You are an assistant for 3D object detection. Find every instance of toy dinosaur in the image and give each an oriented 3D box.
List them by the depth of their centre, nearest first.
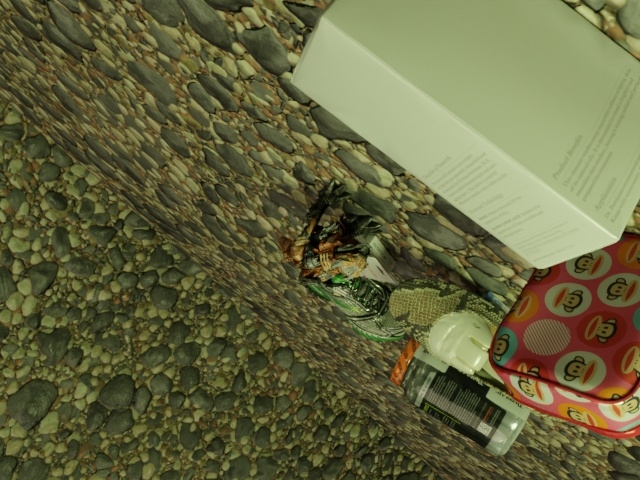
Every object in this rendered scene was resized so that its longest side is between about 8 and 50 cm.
[{"bbox_3d":[0.000,0.000,1.430,0.322,0.218,0.164,19,155,37],"label":"toy dinosaur"}]

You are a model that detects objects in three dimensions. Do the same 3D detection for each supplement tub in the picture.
[{"bbox_3d":[0.364,0.379,1.718,0.338,0.207,0.207,29,159,16],"label":"supplement tub"}]

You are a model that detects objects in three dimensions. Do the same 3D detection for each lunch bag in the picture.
[{"bbox_3d":[0.409,0.121,0.941,0.258,0.293,0.120,12,145,49],"label":"lunch bag"}]

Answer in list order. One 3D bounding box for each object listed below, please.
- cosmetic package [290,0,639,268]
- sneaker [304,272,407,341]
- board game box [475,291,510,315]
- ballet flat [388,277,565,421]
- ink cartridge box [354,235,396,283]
[{"bbox_3d":[0.185,-0.170,0.757,0.385,0.217,0.156,38,160,-1],"label":"cosmetic package"},{"bbox_3d":[0.090,0.141,1.729,0.343,0.134,0.146,30,159,15],"label":"sneaker"},{"bbox_3d":[0.372,0.149,1.458,0.090,0.020,0.090,37,160,-10],"label":"board game box"},{"bbox_3d":[0.361,0.239,1.383,0.482,0.164,0.182,32,-161,-17],"label":"ballet flat"},{"bbox_3d":[0.104,0.036,1.573,0.181,0.062,0.104,12,150,49],"label":"ink cartridge box"}]
